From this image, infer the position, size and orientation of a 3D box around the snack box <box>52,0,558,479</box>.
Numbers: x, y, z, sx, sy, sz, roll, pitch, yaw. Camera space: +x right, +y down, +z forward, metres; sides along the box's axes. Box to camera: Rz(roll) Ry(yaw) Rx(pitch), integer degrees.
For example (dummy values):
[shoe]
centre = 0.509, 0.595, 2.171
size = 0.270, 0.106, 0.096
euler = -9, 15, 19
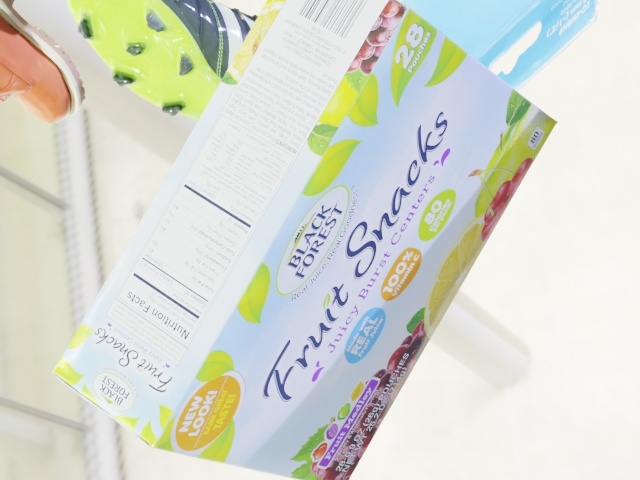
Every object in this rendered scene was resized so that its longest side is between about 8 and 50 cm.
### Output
[snack box]
centre = 0.000, 0.000, 0.792
size = 0.070, 0.174, 0.207
euler = 31, -88, 31

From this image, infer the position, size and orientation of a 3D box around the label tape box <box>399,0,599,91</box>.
[label tape box]
centre = 0.112, -0.271, 1.393
size = 0.115, 0.249, 0.347
euler = 17, -119, -19

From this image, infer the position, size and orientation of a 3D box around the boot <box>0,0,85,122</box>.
[boot]
centre = -0.201, -0.102, 1.050
size = 0.059, 0.158, 0.084
euler = 21, -108, 35

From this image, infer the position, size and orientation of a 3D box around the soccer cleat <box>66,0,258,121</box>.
[soccer cleat]
centre = -0.046, -0.089, 0.883
size = 0.179, 0.072, 0.060
euler = 35, -48, -10
